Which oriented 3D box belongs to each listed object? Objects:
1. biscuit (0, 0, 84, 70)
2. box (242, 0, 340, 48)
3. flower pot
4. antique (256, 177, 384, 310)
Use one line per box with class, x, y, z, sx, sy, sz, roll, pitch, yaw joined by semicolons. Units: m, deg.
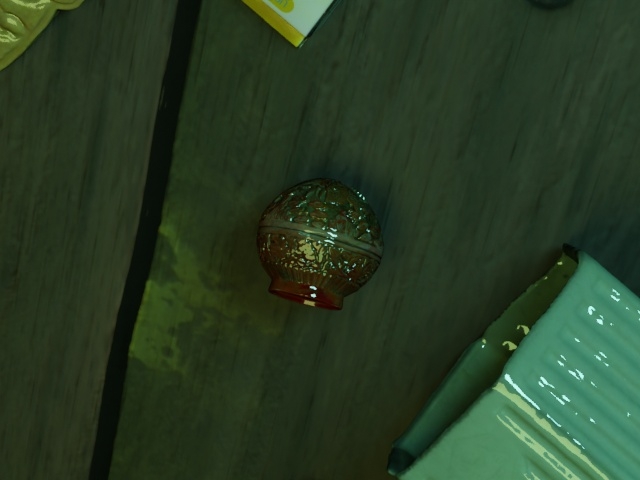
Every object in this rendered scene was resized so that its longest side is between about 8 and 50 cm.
biscuit;-0.241;-0.234;1.496;0.162;0.035;0.250;28;126;13
box;0.000;-0.255;1.373;0.129;0.033;0.247;39;125;0
flower pot;0.187;0.141;1.393;0.189;0.209;0.239;40;123;-1
antique;0.000;0.000;1.470;0.104;0.104;0.104;10;120;19
